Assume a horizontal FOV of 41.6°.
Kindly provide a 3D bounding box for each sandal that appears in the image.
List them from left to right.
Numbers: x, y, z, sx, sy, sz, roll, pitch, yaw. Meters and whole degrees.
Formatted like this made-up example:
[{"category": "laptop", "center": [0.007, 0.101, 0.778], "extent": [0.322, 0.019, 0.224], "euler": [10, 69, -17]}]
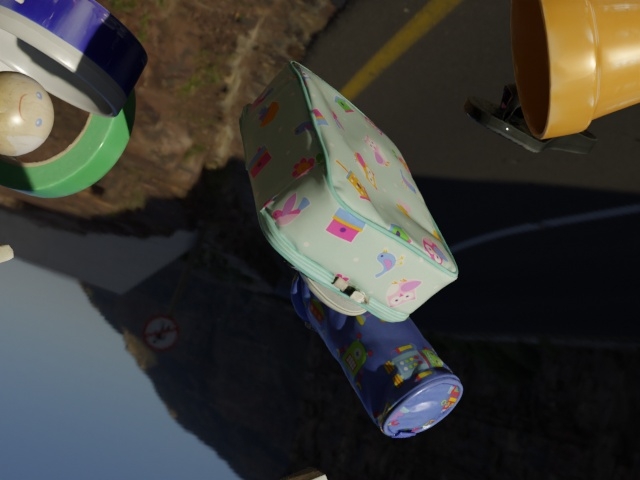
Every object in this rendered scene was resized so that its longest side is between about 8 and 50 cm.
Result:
[{"category": "sandal", "center": [0.416, -0.250, 1.633], "extent": [0.167, 0.107, 0.445], "euler": [38, -155, 29]}]

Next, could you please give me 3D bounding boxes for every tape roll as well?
[{"category": "tape roll", "center": [-0.495, -0.241, 1.521], "extent": [0.321, 0.322, 0.077], "euler": [17, 176, 16]}]

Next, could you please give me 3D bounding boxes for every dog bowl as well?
[{"category": "dog bowl", "center": [-0.401, -0.302, 1.280], "extent": [0.264, 0.104, 0.265], "euler": [27, 169, 6]}]

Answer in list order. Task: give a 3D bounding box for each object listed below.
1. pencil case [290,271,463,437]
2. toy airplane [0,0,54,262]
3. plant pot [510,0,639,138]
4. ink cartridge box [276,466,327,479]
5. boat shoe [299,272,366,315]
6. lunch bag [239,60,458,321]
[{"category": "pencil case", "center": [0.065, 0.142, 1.184], "extent": [0.119, 0.133, 0.306], "euler": [11, -151, -41]}, {"category": "toy airplane", "center": [-0.407, -0.130, 0.826], "extent": [0.272, 0.386, 0.384], "euler": [6, -146, -35]}, {"category": "plant pot", "center": [0.347, -0.239, 1.028], "extent": [0.187, 0.205, 0.205], "euler": [-8, 169, 3]}, {"category": "ink cartridge box", "center": [-0.059, 0.515, 1.563], "extent": [0.176, 0.128, 0.127], "euler": [-20, 176, -14]}, {"category": "boat shoe", "center": [0.000, -0.001, 1.084], "extent": [0.228, 0.079, 0.081], "euler": [56, 161, -4]}, {"category": "lunch bag", "center": [0.028, -0.047, 0.905], "extent": [0.224, 0.108, 0.279], "euler": [35, -154, -37]}]
